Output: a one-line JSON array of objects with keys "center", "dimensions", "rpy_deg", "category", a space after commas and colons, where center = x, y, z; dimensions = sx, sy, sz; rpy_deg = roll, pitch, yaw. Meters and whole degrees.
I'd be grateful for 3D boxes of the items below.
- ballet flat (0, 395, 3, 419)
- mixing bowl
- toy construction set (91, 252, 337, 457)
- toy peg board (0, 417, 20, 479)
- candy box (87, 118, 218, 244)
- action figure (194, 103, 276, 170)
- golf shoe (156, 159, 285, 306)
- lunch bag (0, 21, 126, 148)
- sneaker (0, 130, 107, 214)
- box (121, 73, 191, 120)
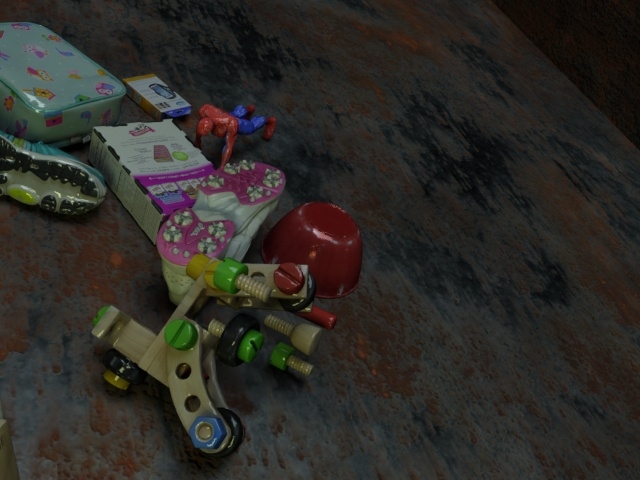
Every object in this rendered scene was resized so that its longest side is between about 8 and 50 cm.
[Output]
[{"center": [-0.441, 0.199, 0.726], "dimensions": [0.249, 0.086, 0.086], "rpy_deg": [-13, 50, -42], "category": "ballet flat"}, {"center": [0.000, 0.000, 1.221], "dimensions": [0.182, 0.098, 0.181], "rpy_deg": [16, 37, -13], "category": "mixing bowl"}, {"center": [-0.140, 0.102, 0.935], "dimensions": [0.237, 0.257, 0.309], "rpy_deg": [24, 13, 19], "category": "toy construction set"}, {"center": [-0.347, 0.259, 0.641], "dimensions": [0.079, 0.161, 0.160], "rpy_deg": [13, 35, 8], "category": "toy peg board"}, {"center": [-0.262, -0.104, 1.217], "dimensions": [0.159, 0.071, 0.233], "rpy_deg": [-15, 53, -42], "category": "candy box"}, {"center": [-0.179, -0.188, 1.375], "dimensions": [0.092, 0.139, 0.280], "rpy_deg": [28, 13, 9], "category": "action figure"}, {"center": [-0.150, -0.017, 1.112], "dimensions": [0.115, 0.140, 0.306], "rpy_deg": [22, 39, 15], "category": "golf shoe"}, {"center": [-0.487, -0.270, 1.262], "dimensions": [0.279, 0.107, 0.224], "rpy_deg": [39, 34, 17], "category": "lunch bag"}, {"center": [-0.464, -0.115, 1.111], "dimensions": [0.275, 0.107, 0.110], "rpy_deg": [23, 16, -12], "category": "sneaker"}, {"center": [-0.322, -0.280, 1.444], "dimensions": [0.136, 0.028, 0.081], "rpy_deg": [42, 39, 18], "category": "box"}]
